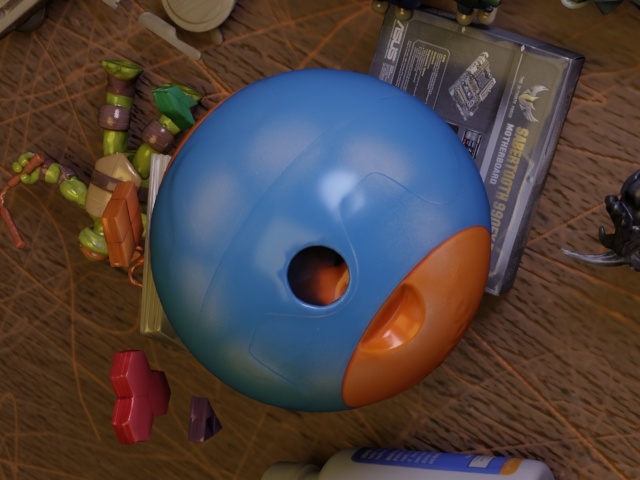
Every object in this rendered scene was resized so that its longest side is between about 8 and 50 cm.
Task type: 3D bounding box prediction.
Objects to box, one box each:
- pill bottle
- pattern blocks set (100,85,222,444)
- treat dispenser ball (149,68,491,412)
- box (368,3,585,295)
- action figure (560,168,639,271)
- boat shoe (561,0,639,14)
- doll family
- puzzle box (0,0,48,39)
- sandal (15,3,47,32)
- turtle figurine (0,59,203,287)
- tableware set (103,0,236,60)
[{"bbox_3d":[0.079,0.275,1.333,0.272,0.152,0.152,1,99,23],"label":"pill bottle"},{"bbox_3d":[-0.118,0.023,1.302,0.026,0.285,0.325,-4,83,22],"label":"pattern blocks set"},{"bbox_3d":[0.000,0.000,1.182,0.288,0.288,0.288,4,100,22],"label":"treat dispenser ball"},{"bbox_3d":[0.122,-0.088,1.306,0.183,0.056,0.231,20,106,18],"label":"box"},{"bbox_3d":[0.341,-0.034,1.168,0.275,0.164,0.141,-39,63,16],"label":"action figure"},{"bbox_3d":[0.249,-0.223,1.174,0.319,0.116,0.099,31,112,-5],"label":"boat shoe"},{"bbox_3d":[0.067,-0.238,1.221,0.192,0.111,0.076,5,87,20],"label":"doll family"},{"bbox_3d":[-0.356,-0.426,1.366,0.272,0.052,0.409,-33,98,27],"label":"puzzle box"},{"bbox_3d":[-0.345,-0.301,1.468,0.072,0.049,0.180,-27,88,24],"label":"sandal"},{"bbox_3d":[-0.191,-0.060,1.425,0.269,0.087,0.217,26,100,26],"label":"turtle figurine"},{"bbox_3d":[-0.158,-0.278,1.401,0.194,0.039,0.128,36,114,14],"label":"tableware set"}]
